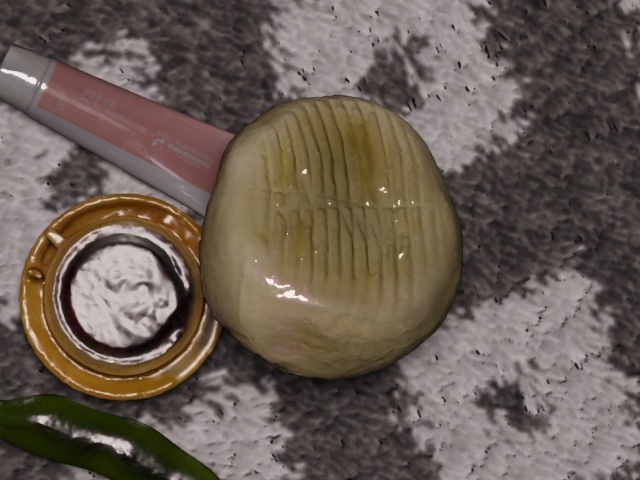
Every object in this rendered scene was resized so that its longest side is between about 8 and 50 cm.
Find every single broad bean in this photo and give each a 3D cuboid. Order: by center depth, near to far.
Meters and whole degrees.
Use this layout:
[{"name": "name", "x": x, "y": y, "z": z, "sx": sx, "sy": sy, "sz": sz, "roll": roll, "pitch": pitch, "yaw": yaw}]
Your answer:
[{"name": "broad bean", "x": -0.125, "y": 0.164, "z": 1.264, "sx": 0.227, "sy": 0.039, "sz": 0.069, "roll": 37, "pitch": 91, "yaw": -5}]

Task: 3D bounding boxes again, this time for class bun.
[{"name": "bun", "x": 0.000, "y": 0.000, "z": 1.237, "sx": 0.178, "sy": 0.128, "sz": 0.193, "roll": 8, "pitch": 60, "yaw": -19}]

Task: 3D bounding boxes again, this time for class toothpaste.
[{"name": "toothpaste", "x": -0.133, "y": -0.077, "z": 1.270, "sx": 0.194, "sy": 0.043, "sz": 0.067, "roll": 27, "pitch": 83, "yaw": -11}]

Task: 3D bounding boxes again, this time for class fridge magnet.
[{"name": "fridge magnet", "x": -0.134, "y": 0.038, "z": 1.252, "sx": 0.143, "sy": 0.063, "sz": 0.143, "roll": 0, "pitch": 85, "yaw": -5}]
